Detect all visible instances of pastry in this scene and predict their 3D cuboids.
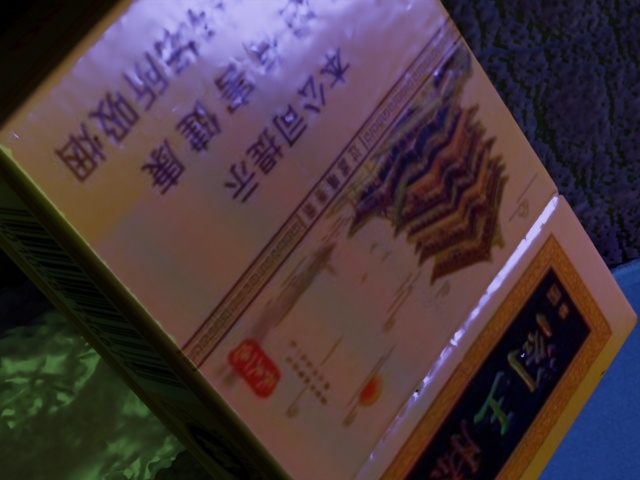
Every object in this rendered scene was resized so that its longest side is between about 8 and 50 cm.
[{"bbox_3d":[-0.166,0.089,0.545,0.265,0.112,0.102,-27,119,-32],"label":"pastry"}]

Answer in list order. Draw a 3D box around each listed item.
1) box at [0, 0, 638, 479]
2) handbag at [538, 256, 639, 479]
[{"bbox_3d":[0.000,0.000,0.548,0.174,0.076,0.274,-51,122,-23],"label":"box"},{"bbox_3d":[0.133,0.165,0.678,0.269,0.274,0.100,-26,147,-17],"label":"handbag"}]
